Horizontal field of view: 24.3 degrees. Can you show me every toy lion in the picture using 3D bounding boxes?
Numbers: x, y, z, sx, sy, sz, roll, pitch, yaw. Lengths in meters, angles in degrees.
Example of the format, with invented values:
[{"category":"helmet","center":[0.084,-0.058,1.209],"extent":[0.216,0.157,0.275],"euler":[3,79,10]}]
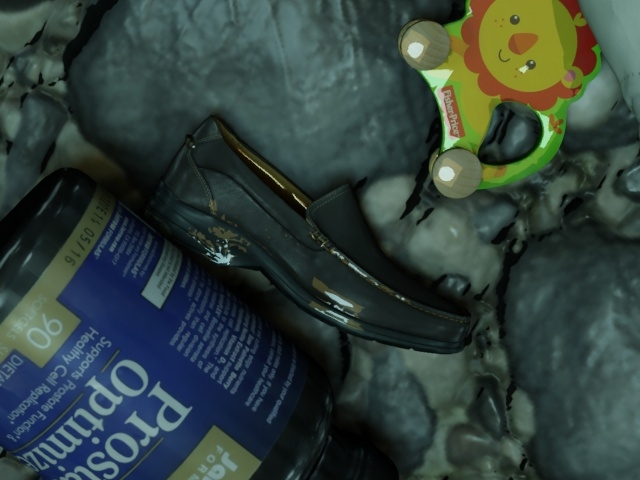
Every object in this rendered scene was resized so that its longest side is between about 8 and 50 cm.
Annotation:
[{"category":"toy lion","center":[0.090,-0.078,0.703],"extent":[0.096,0.034,0.100],"euler":[-14,99,3]}]

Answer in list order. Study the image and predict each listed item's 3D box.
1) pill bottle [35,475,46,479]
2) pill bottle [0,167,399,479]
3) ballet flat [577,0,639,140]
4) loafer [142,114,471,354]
[{"category":"pill bottle","center":[-0.140,0.164,0.763],"extent":[0.067,0.067,0.120],"euler":[44,104,-2]},{"category":"pill bottle","center":[-0.073,0.077,0.699],"extent":[0.219,0.123,0.123],"euler":[40,104,-15]},{"category":"ballet flat","center":[0.228,-0.007,0.556],"extent":[0.400,0.139,0.139],"euler":[33,107,35]},{"category":"loafer","center":[0.000,0.000,0.715],"extent":[0.170,0.062,0.061],"euler":[26,99,1]}]
